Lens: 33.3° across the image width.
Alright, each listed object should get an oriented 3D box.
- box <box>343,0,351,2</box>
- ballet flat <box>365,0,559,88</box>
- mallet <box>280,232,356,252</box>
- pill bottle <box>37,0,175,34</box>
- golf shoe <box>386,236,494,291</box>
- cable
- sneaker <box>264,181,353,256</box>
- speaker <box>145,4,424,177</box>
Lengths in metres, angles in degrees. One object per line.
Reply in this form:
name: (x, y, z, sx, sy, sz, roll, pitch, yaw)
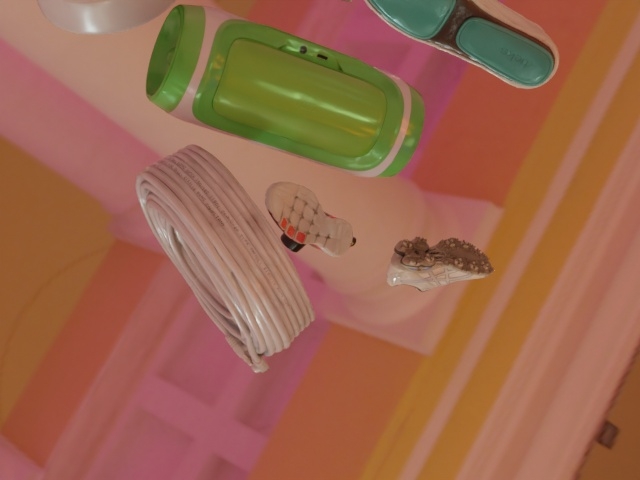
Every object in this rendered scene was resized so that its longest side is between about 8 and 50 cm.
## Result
box: (0.022, -0.366, 1.204, 0.126, 0.072, 0.137, 104, -1, -57)
ballet flat: (0.226, -0.391, 1.816, 0.139, 0.400, 0.139, -59, -170, 17)
mallet: (0.000, 0.000, 1.681, 0.062, 0.190, 0.039, -43, -114, 10)
pill bottle: (-0.280, -0.439, 1.193, 0.224, 0.392, 0.224, -4, -130, 5)
golf shoe: (0.180, 0.043, 1.654, 0.069, 0.176, 0.086, -105, -148, -40)
cable: (-0.107, 0.013, 1.200, 0.089, 0.257, 0.257, -35, -101, -14)
sneaker: (-0.027, -0.025, 1.288, 0.065, 0.158, 0.061, 20, -102, 42)
speaker: (-0.037, -0.162, 1.192, 0.131, 0.297, 0.131, -45, -144, 48)
